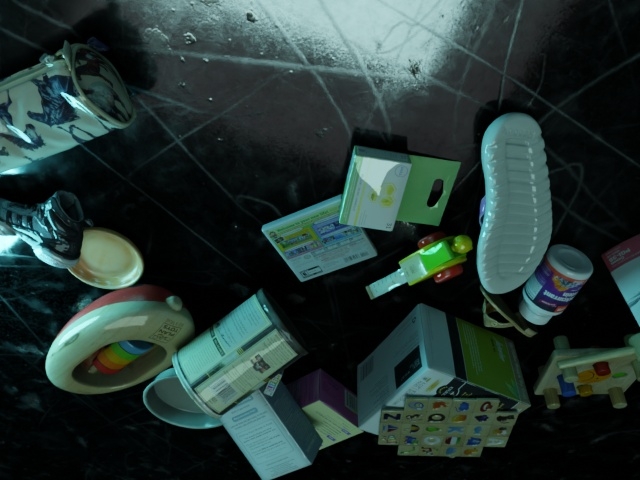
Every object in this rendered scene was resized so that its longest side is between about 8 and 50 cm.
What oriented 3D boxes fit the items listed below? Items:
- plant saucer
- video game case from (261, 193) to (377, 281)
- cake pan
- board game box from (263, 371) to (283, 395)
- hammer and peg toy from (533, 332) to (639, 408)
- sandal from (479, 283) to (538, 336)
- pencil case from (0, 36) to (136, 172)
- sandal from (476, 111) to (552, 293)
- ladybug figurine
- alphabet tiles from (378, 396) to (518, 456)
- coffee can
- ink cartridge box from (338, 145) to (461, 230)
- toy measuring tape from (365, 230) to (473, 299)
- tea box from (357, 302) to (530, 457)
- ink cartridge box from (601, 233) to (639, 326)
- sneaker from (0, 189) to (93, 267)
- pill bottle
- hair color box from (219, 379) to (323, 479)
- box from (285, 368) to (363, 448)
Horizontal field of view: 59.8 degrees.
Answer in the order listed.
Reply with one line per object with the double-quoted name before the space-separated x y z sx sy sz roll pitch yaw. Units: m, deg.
"plant saucer" -0.532 0.039 1.370 0.200 0.037 0.199 1 132 1
"video game case" 0.000 0.000 1.323 0.213 0.023 0.193 -20 127 20
"cake pan" -0.403 0.492 1.746 0.294 0.054 0.293 1 131 1
"board game box" -0.111 0.336 1.531 0.026 0.154 0.103 21 129 -2
"hammer and peg toy" 0.724 0.325 1.473 0.266 0.127 0.361 -2 142 5
"sandal" 0.463 0.203 1.437 0.240 0.088 0.079 33 119 -29
"pencil case" -0.568 -0.239 1.047 0.411 0.159 0.183 -15 138 15
"sandal" 0.407 -0.077 1.197 0.170 0.102 0.416 -10 118 -9
"ladybug figurine" -0.514 0.248 1.443 0.449 0.161 0.305 -33 141 21
"alphabet tiles" 0.326 0.491 1.454 0.343 0.011 0.285 0 132 3
"coffee can" -0.197 0.279 1.390 0.275 0.201 0.201 -36 125 -2
"ink cartridge box" 0.169 -0.102 1.191 0.235 0.056 0.171 9 124 -6
"toy measuring tape" 0.244 0.063 1.330 0.121 0.121 0.330 28 143 -20
"tea box" 0.320 0.393 1.521 0.324 0.219 0.329 24 128 -17
"ink cartridge box" 0.776 0.152 1.250 0.117 0.283 0.207 -34 121 27
"sneaker" -0.639 -0.065 1.251 0.269 0.101 0.153 34 106 -5
"pill bottle" 0.558 0.112 1.341 0.108 0.108 0.193 10 131 -7
"hair color box" -0.180 0.487 1.594 0.185 0.113 0.374 -31 96 26
"box" -0.025 0.537 1.728 0.243 0.117 0.213 -33 122 26
